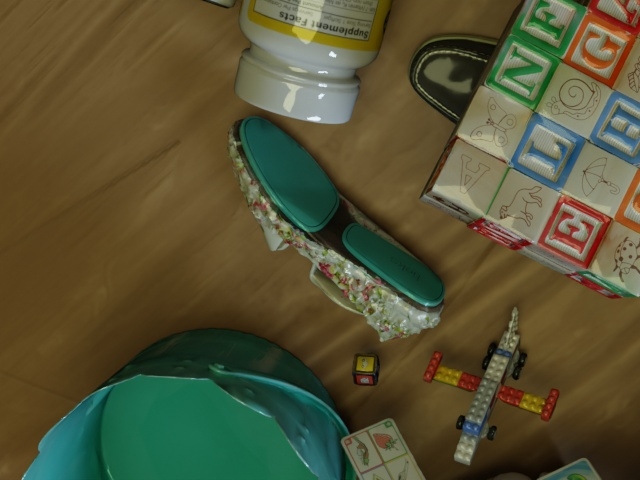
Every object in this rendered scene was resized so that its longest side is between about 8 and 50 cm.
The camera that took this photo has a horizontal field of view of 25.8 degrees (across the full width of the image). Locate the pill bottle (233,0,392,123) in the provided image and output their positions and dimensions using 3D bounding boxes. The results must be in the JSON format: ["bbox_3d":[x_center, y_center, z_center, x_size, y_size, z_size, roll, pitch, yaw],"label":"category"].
[{"bbox_3d":[0.001,-0.206,1.108,0.119,0.119,0.208,17,107,6],"label":"pill bottle"}]

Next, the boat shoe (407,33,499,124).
[{"bbox_3d":[0.174,-0.101,1.127,0.224,0.073,0.080,27,108,3],"label":"boat shoe"}]

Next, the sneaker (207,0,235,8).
[{"bbox_3d":[-0.185,-0.296,1.139,0.290,0.106,0.123,21,98,-3],"label":"sneaker"}]

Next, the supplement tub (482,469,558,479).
[{"bbox_3d":[0.134,0.284,1.199,0.200,0.144,0.144,-21,100,15],"label":"supplement tub"}]

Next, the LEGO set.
[{"bbox_3d":[0.119,0.167,1.145,0.183,0.244,0.060,-22,144,-10],"label":"LEGO set"}]

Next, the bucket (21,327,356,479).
[{"bbox_3d":[-0.105,0.216,1.207,0.281,0.183,0.281,3,106,10],"label":"bucket"}]

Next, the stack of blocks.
[{"bbox_3d":[0.218,-0.126,1.050,0.171,0.087,0.297,28,86,0],"label":"stack of blocks"}]

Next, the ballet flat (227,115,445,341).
[{"bbox_3d":[0.000,0.000,1.186,0.241,0.091,0.077,44,130,1],"label":"ballet flat"}]
